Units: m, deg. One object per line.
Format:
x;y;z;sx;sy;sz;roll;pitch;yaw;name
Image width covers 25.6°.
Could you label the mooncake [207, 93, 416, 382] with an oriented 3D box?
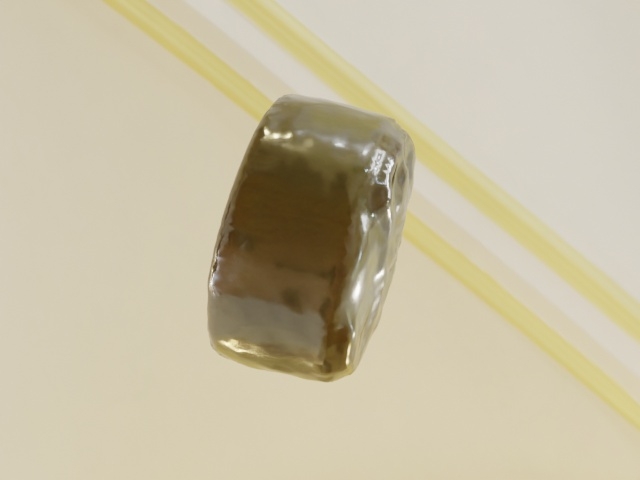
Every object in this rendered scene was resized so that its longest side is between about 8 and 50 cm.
0.000;0.000;1.414;0.155;0.284;0.284;13;-69;10;mooncake
